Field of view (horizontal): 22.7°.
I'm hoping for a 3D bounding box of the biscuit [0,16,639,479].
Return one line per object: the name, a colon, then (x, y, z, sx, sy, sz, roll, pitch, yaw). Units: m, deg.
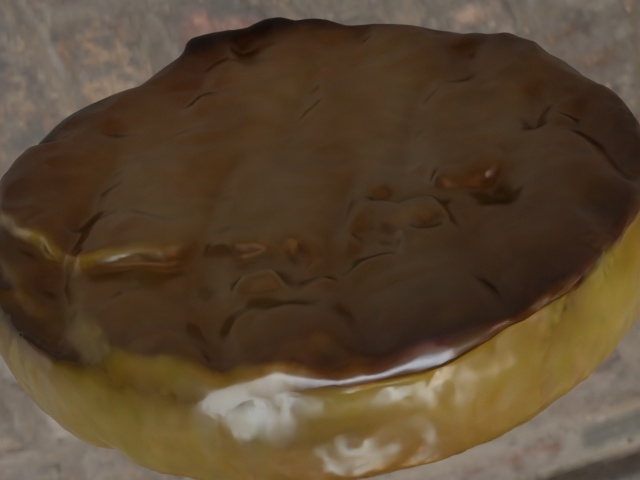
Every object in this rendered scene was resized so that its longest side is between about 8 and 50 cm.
biscuit: (0.000, 0.000, 0.704, 0.296, 0.296, 0.102, -12, 122, -4)
